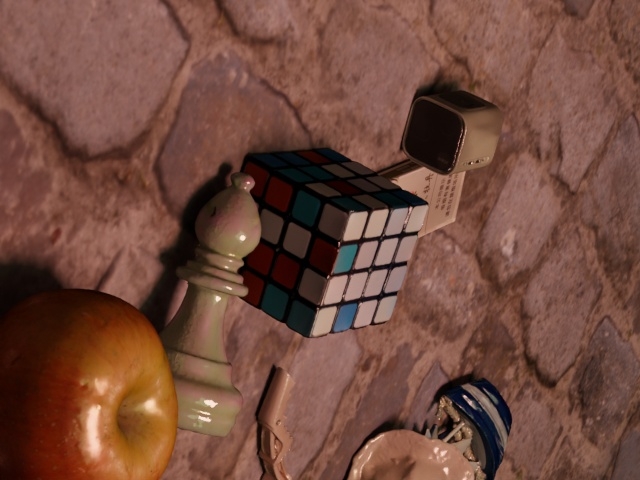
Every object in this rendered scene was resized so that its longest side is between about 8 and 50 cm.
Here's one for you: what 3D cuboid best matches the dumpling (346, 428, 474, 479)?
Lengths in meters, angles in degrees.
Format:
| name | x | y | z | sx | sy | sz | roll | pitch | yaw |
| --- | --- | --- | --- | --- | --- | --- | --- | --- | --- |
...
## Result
| name | x | y | z | sx | sy | sz | roll | pitch | yaw |
| --- | --- | --- | --- | --- | --- | --- | --- | --- | --- |
| dumpling | 0.094 | 0.350 | 2.231 | 0.229 | 0.151 | 0.124 | -47 | -172 | 9 |

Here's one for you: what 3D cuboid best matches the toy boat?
| name | x | y | z | sx | sy | sz | roll | pitch | yaw |
| --- | --- | --- | --- | --- | --- | --- | --- | --- | --- |
| toy boat | 0.170 | 0.311 | 2.352 | 0.291 | 0.070 | 0.210 | -25 | 126 | -33 |

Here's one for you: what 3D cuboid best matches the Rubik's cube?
| name | x | y | z | sx | sy | sz | roll | pitch | yaw |
| --- | --- | --- | --- | --- | --- | --- | --- | --- | --- |
| Rubik's cube | 0.000 | 0.000 | 1.789 | 0.154 | 0.151 | 0.155 | -10 | 122 | -52 |

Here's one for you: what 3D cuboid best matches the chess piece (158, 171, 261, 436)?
| name | x | y | z | sx | sy | sz | roll | pitch | yaw |
| --- | --- | --- | --- | --- | --- | --- | --- | --- | --- |
| chess piece | -0.119 | 0.059 | 1.718 | 0.139 | 0.139 | 0.272 | 19 | 87 | -57 |

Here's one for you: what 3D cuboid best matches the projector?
| name | x | y | z | sx | sy | sz | roll | pitch | yaw |
| --- | --- | --- | --- | --- | --- | --- | --- | --- | --- |
| projector | 0.159 | -0.130 | 1.965 | 0.082 | 0.083 | 0.083 | -14 | 126 | -49 |

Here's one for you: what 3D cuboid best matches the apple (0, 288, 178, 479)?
| name | x | y | z | sx | sy | sz | roll | pitch | yaw |
| --- | --- | --- | --- | --- | --- | --- | --- | --- | --- |
| apple | -0.240 | 0.155 | 1.557 | 0.210 | 0.173 | 0.235 | -35 | 128 | -57 |

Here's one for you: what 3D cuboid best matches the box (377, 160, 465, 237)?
| name | x | y | z | sx | sy | sz | roll | pitch | yaw |
| --- | --- | --- | --- | --- | --- | --- | --- | --- | --- |
| box | 0.109 | -0.047 | 2.014 | 0.198 | 0.029 | 0.109 | -24 | 133 | -44 |

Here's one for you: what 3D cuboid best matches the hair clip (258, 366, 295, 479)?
| name | x | y | z | sx | sy | sz | roll | pitch | yaw |
| --- | --- | --- | --- | --- | --- | --- | --- | --- | --- |
| hair clip | -0.060 | 0.252 | 2.014 | 0.072 | 0.034 | 0.226 | -33 | 138 | -35 |
